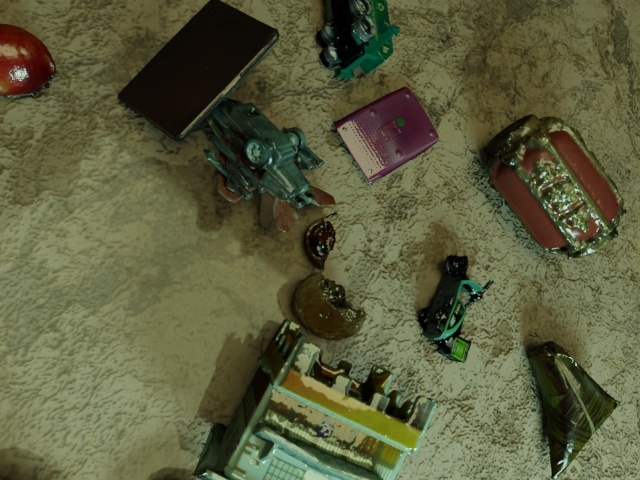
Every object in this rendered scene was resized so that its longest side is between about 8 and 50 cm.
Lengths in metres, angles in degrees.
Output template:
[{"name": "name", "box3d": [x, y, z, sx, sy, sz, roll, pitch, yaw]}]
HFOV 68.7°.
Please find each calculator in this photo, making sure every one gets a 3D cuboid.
[{"name": "calculator", "box3d": [0.123, -0.193, 0.827, 0.191, 0.034, 0.126, -34, 92, -25]}]

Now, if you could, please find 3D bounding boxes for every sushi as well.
[{"name": "sushi", "box3d": [0.000, 0.000, 0.729, 0.051, 0.047, 0.099, 10, 74, -17]}]

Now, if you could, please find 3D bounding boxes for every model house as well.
[{"name": "model house", "box3d": [-0.009, 0.238, 0.587, 0.224, 0.198, 0.215, 28, 81, -8]}]

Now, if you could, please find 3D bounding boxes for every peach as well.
[{"name": "peach", "box3d": [-0.399, -0.235, 0.602, 0.098, 0.061, 0.098, 6, 71, -18]}]

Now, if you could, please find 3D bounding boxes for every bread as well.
[{"name": "bread", "box3d": [0.007, 0.099, 0.699, 0.113, 0.082, 0.060, 46, 26, -12]}]

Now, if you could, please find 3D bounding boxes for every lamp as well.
[{"name": "lamp", "box3d": [0.429, -0.101, 0.866, 0.177, 0.177, 0.274, -41, 94, -24]}]

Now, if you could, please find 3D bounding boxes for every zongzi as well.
[{"name": "zongzi", "box3d": [0.407, 0.290, 0.830, 0.184, 0.084, 0.187, -44, 91, -14]}]

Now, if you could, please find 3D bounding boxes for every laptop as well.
[{"name": "laptop", "box3d": [-0.170, -0.241, 0.654, 0.154, 0.026, 0.207, 36, 80, 24]}]

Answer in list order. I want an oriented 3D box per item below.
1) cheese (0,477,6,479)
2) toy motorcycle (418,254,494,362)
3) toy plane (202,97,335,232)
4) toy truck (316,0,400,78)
[{"name": "cheese", "box3d": [-0.323, 0.372, 0.475, 0.248, 0.251, 0.173, 37, 78, 26]}, {"name": "toy motorcycle", "box3d": [0.230, 0.109, 0.799, 0.100, 0.058, 0.173, 32, 70, -21]}, {"name": "toy plane", "box3d": [-0.111, -0.160, 0.684, 0.326, 0.104, 0.223, 56, 39, 0]}, {"name": "toy truck", "box3d": [0.067, -0.390, 0.807, 0.116, 0.110, 0.215, 0, 78, -36]}]
